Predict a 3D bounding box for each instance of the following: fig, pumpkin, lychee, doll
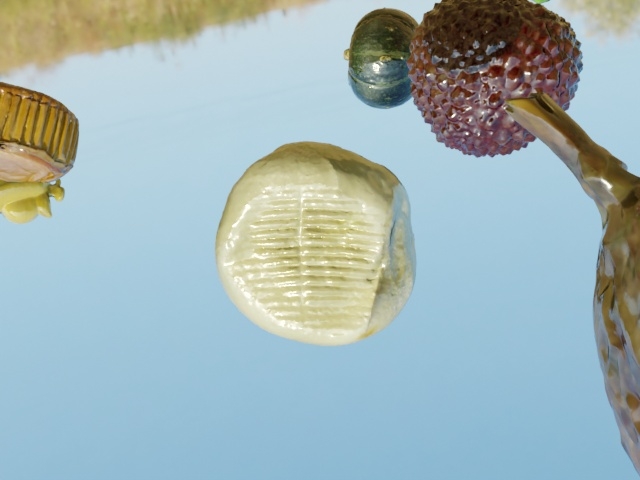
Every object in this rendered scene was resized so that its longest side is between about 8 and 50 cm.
[{"bbox_3d":[0.264,0.030,0.859,0.368,0.286,0.286,38,-141,13],"label":"fig"},{"bbox_3d":[0.117,-0.331,2.229,0.146,0.190,0.190,14,-151,24],"label":"pumpkin"},{"bbox_3d":[0.260,-0.264,1.816,0.264,0.300,0.264,10,-154,-5],"label":"lychee"},{"bbox_3d":[-0.523,-0.061,1.802,0.291,0.117,0.086,-13,171,-21],"label":"doll"}]

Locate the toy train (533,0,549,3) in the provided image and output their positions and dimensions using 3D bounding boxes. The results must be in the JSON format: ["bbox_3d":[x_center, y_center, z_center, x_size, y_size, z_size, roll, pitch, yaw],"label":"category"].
[{"bbox_3d":[0.201,-0.423,1.375,0.307,0.173,0.249,32,-123,15],"label":"toy train"}]

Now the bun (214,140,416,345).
[{"bbox_3d":[0.000,0.000,1.331,0.229,0.229,0.145,-10,-162,8],"label":"bun"}]

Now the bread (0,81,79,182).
[{"bbox_3d":[-0.420,-0.149,1.658,0.199,0.104,0.199,11,168,2],"label":"bread"}]
